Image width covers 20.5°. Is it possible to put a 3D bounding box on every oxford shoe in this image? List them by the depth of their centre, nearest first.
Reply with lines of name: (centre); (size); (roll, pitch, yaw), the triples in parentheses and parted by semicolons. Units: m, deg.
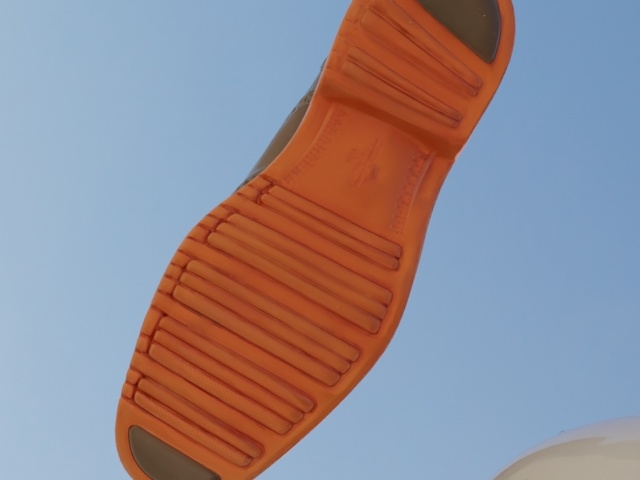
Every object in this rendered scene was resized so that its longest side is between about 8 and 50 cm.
oxford shoe: (0.000, 0.000, 1.059); (0.364, 0.130, 0.133); (-56, 180, -12)

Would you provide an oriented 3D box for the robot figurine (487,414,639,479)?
robot figurine: (0.148, 0.213, 0.744); (0.209, 0.173, 0.278); (-10, -83, 26)
